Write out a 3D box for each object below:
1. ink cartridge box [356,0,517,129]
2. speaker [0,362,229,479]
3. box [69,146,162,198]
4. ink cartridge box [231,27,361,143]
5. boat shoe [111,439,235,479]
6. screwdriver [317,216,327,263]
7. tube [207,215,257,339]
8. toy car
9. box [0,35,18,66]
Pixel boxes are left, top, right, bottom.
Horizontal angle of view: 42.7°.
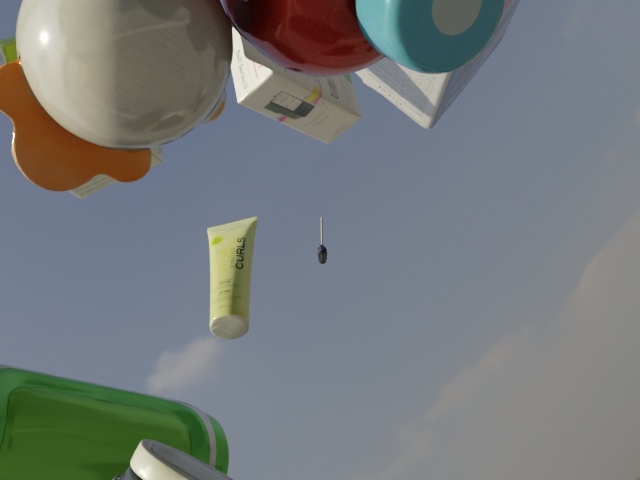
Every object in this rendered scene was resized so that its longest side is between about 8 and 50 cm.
[{"bbox_3d":[0.057,-0.267,0.814,0.151,0.270,0.395,-50,-4,-2],"label":"ink cartridge box"},{"bbox_3d":[-0.233,0.196,0.771,0.296,0.131,0.131,23,-68,-41],"label":"speaker"},{"bbox_3d":[-0.376,-0.197,1.391,0.181,0.182,0.119,-21,-34,20],"label":"box"},{"bbox_3d":[-0.085,-0.374,1.805,0.119,0.207,0.353,-35,-36,32],"label":"ink cartridge box"},{"bbox_3d":[-0.019,0.212,0.469,0.079,0.254,0.095,-58,-5,-5],"label":"boat shoe"},{"bbox_3d":[0.000,0.000,1.812,0.025,0.024,0.170,-9,-35,0],"label":"screwdriver"},{"bbox_3d":[-0.148,0.051,1.337,0.070,0.240,0.062,18,-50,-20],"label":"tube"},{"bbox_3d":[-0.071,-0.119,0.454,0.210,0.219,0.238,33,-82,-39],"label":"toy car"},{"bbox_3d":[-0.358,-0.246,1.151,0.178,0.042,0.109,-27,-52,-35],"label":"box"}]
